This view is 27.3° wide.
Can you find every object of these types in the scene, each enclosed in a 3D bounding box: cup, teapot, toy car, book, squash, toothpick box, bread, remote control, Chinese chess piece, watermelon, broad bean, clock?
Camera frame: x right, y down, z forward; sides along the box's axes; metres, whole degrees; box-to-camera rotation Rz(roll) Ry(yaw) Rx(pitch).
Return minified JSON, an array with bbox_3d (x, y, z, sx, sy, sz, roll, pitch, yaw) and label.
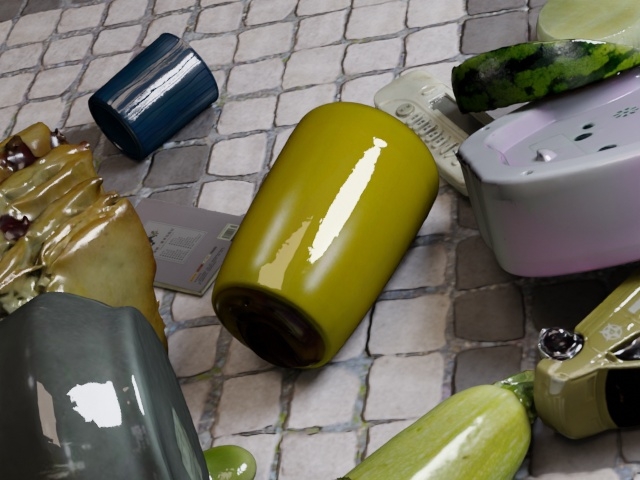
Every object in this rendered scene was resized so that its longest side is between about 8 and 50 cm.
[{"bbox_3d":[-0.224,-0.181,1.754,0.113,0.150,0.138,42,69,11],"label":"cup"},{"bbox_3d":[-0.272,0.248,1.081,0.362,0.376,0.305,-18,40,1],"label":"teapot"},{"bbox_3d":[0.312,0.088,1.200,0.257,0.101,0.124,-39,45,-21],"label":"toy car"},{"bbox_3d":[-0.178,0.005,1.582,0.182,0.014,0.127,11,50,33],"label":"book"},{"bbox_3d":[0.110,0.192,1.156,0.137,0.137,0.287,23,57,40],"label":"squash"},{"bbox_3d":[0.000,0.000,1.387,0.175,0.175,0.271,8,51,31],"label":"toothpick box"},{"bbox_3d":[-0.285,0.098,1.316,0.191,0.314,0.370,8,43,20],"label":"bread"},{"bbox_3d":[0.147,-0.128,1.552,0.090,0.049,0.230,-30,40,-10],"label":"remote control"},{"bbox_3d":[0.335,-0.258,1.606,0.144,0.058,0.144,-11,41,10],"label":"Chinese chess piece"},{"bbox_3d":[0.235,-0.183,1.439,0.245,0.063,0.119,-12,1,40],"label":"watermelon"},{"bbox_3d":[-0.102,0.229,1.280,0.083,0.045,0.063,-30,41,-21],"label":"broad bean"},{"bbox_3d":[0.304,-0.085,1.305,0.338,0.102,0.338,-20,17,6],"label":"clock"}]
